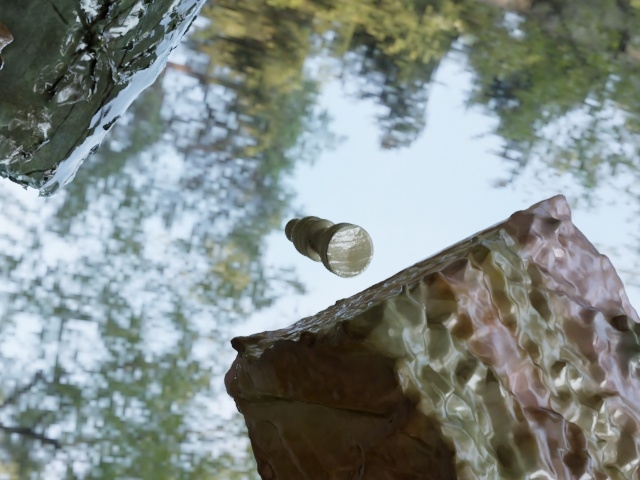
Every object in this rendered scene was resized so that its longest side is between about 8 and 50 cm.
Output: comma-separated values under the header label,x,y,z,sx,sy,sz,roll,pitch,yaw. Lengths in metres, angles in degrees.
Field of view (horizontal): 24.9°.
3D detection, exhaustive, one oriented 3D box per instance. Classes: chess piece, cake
label,x,y,z,sx,sy,sz,roll,pitch,yaw
chess piece,0.000,0.000,0.960,0.092,0.035,0.035,20,-83,64
cake,0.114,0.157,1.220,0.293,0.307,0.314,-24,-84,44

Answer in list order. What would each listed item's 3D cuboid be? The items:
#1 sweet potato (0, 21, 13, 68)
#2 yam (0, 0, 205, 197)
label,x,y,z,sx,sy,sz,roll,pitch,yaw
sweet potato,-0.206,-0.232,0.626,0.131,0.131,0.337,18,-68,51
yam,-0.186,-0.218,1.049,0.241,0.241,0.348,37,-82,48
